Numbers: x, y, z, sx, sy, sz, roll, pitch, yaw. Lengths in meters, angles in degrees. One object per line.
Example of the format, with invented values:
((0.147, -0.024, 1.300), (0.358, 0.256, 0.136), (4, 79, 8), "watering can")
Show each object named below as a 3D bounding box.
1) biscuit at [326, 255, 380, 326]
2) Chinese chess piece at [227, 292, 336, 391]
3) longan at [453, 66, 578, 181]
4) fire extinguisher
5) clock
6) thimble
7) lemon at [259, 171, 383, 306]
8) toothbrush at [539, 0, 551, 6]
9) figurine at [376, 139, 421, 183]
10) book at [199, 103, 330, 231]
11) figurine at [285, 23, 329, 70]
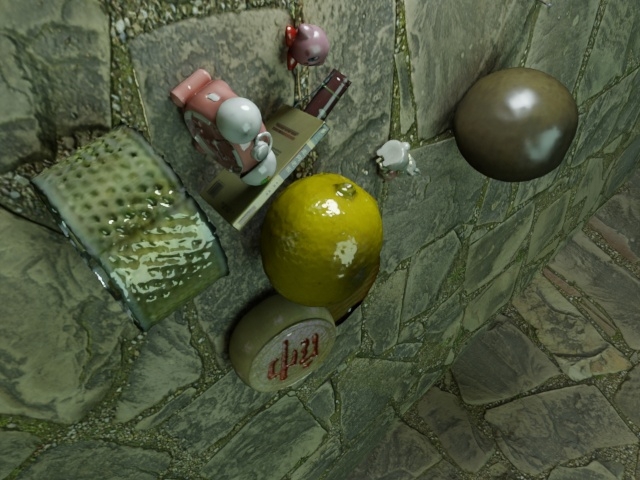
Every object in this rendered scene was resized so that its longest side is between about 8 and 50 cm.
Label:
((0.041, 0.136, 1.670), (0.317, 0.040, 0.318), (-34, 147, -26), "biscuit")
((-0.092, 0.246, 1.504), (0.269, 0.112, 0.270), (-23, 140, -21), "Chinese chess piece")
((0.477, -0.287, 1.534), (0.297, 0.297, 0.297), (-34, 146, -26), "longan")
((-0.009, -0.253, 1.171), (0.078, 0.045, 0.157), (32, 98, -32), "fire extinguisher")
((-0.137, -0.175, 0.965), (0.092, 0.162, 0.166), (-43, 150, -17), "clock")
((-0.265, -0.013, 0.876), (0.150, 0.270, 0.271), (-37, 148, -19), "thimble")
((-0.001, 0.002, 1.260), (0.260, 0.260, 0.284), (-37, 165, -22), "lemon")
((0.571, -0.609, 1.579), (0.096, 0.006, 0.008), (-9, 121, -50), "toothbrush")
((0.181, -0.185, 1.487), (0.098, 0.081, 0.146), (-9, 161, 17), "figurine")
((-0.100, -0.133, 1.070), (0.231, 0.161, 0.026), (-48, 127, -2), "book")
((-0.021, -0.330, 1.040), (0.083, 0.071, 0.067), (82, 13, -62), "figurine")
